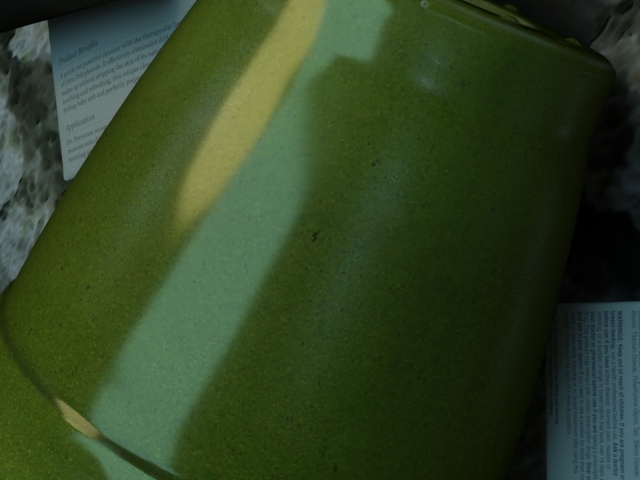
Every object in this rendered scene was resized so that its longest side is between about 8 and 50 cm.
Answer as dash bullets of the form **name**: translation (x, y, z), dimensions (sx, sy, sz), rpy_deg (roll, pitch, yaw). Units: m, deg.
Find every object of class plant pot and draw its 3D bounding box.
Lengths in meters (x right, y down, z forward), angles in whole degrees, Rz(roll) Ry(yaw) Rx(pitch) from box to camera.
- **plant pot**: translation (0.000, 0.000, 0.790), dimensions (0.366, 0.366, 0.353), rpy_deg (34, 108, 35)

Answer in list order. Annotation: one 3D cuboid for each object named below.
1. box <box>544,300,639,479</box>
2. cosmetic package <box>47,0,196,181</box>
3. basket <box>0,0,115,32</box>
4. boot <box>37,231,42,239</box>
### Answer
- **box**: translation (0.216, 0.100, 0.797), dimensions (0.137, 0.072, 0.126), rpy_deg (-3, 85, 39)
- **cosmetic package**: translation (-0.113, -0.238, 1.030), dimensions (0.197, 0.155, 0.365), rpy_deg (-13, 79, 39)
- **basket**: translation (-0.230, -0.241, 0.937), dimensions (0.227, 0.154, 0.204), rpy_deg (6, 95, 39)
- **boot**: translation (-0.204, 0.090, 1.136), dimensions (0.165, 0.077, 0.213), rpy_deg (3, 84, 38)
